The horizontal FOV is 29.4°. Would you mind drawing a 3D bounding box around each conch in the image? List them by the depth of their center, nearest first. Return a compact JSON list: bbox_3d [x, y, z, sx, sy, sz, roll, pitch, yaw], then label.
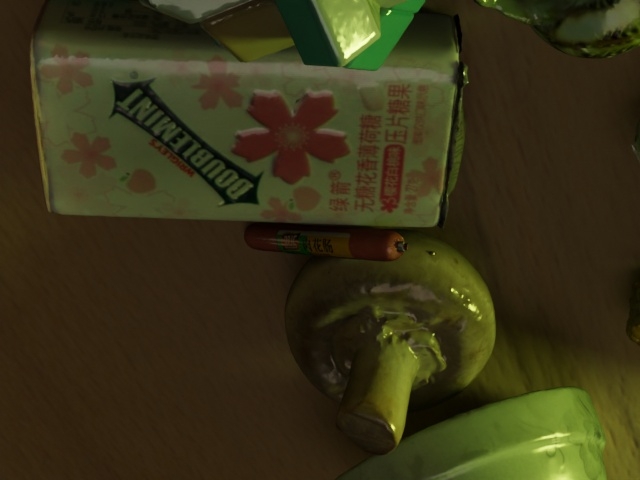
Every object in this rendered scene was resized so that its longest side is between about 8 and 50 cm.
[{"bbox_3d":[0.196,-0.226,0.960,0.187,0.124,0.181,-7,133,0],"label":"conch"}]

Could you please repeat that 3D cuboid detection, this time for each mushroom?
[{"bbox_3d":[0.062,0.102,1.166,0.207,0.215,0.207,7,133,7],"label":"mushroom"}]

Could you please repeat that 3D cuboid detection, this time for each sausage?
[{"bbox_3d":[0.000,0.000,1.134,0.223,0.029,0.029,4,140,47],"label":"sausage"}]

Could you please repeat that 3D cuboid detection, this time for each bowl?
[{"bbox_3d":[0.162,0.282,1.254,0.307,0.163,0.307,-16,157,-7],"label":"bowl"}]

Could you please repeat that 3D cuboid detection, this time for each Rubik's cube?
[{"bbox_3d":[-0.020,-0.230,0.895,0.224,0.213,0.265,-13,121,8],"label":"Rubik's cube"}]

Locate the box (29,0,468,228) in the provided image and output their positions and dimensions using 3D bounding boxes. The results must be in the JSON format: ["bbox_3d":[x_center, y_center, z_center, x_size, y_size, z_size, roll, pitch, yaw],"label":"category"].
[{"bbox_3d":[-0.057,-0.107,1.069,0.370,0.112,0.190,2,129,1],"label":"box"}]

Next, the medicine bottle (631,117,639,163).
[{"bbox_3d":[0.399,-0.037,1.095,0.144,0.144,0.252,-32,119,23],"label":"medicine bottle"}]

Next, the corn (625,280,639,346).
[{"bbox_3d":[0.455,0.100,1.228,0.305,0.106,0.106,16,127,-8],"label":"corn"}]
